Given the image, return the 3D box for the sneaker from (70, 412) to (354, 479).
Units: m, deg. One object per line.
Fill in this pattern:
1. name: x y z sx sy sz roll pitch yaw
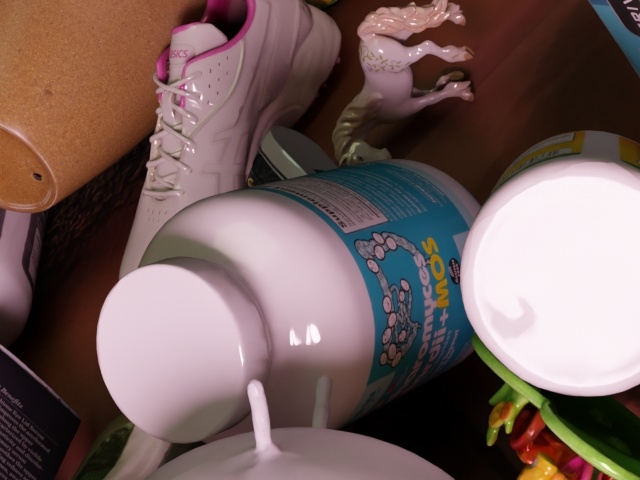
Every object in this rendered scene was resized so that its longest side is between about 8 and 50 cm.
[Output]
1. sneaker: -0.131 0.210 0.795 0.182 0.158 0.410 -39 3 42

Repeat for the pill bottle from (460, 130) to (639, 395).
1. pill bottle: 0.144 0.002 0.723 0.117 0.117 0.208 -34 2 15

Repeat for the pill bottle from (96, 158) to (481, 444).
1. pill bottle: -0.008 0.037 0.766 0.146 0.264 0.146 6 103 30

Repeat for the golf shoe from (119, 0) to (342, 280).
1. golf shoe: -0.099 -0.091 1.078 0.115 0.140 0.306 4 61 43

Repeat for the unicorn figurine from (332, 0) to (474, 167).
1. unicorn figurine: 0.058 -0.112 0.989 0.111 0.162 0.060 -14 36 -3

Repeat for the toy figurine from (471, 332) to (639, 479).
1. toy figurine: 0.097 0.153 0.693 0.159 0.130 0.173 -59 7 9

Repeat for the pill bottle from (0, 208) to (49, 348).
1. pill bottle: -0.336 0.001 1.181 0.176 0.176 0.318 -25 42 25

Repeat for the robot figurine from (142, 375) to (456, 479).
1. robot figurine: -0.009 0.236 0.581 0.200 0.300 0.353 -1 84 1

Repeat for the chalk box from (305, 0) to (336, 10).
1. chalk box: -0.006 -0.301 1.185 0.213 0.132 0.132 -28 43 23

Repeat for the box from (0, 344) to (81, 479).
1. box: -0.289 0.193 0.972 0.153 0.108 0.207 -32 24 28

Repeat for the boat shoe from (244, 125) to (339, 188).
1. boat shoe: 0.000 0.000 0.976 0.183 0.065 0.083 52 123 40

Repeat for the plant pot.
1. plant pot: -0.220 -0.155 1.134 0.237 0.237 0.254 -7 43 39

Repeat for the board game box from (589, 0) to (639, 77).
1. board game box: 0.225 -0.265 0.772 0.079 0.336 0.254 22 72 50
